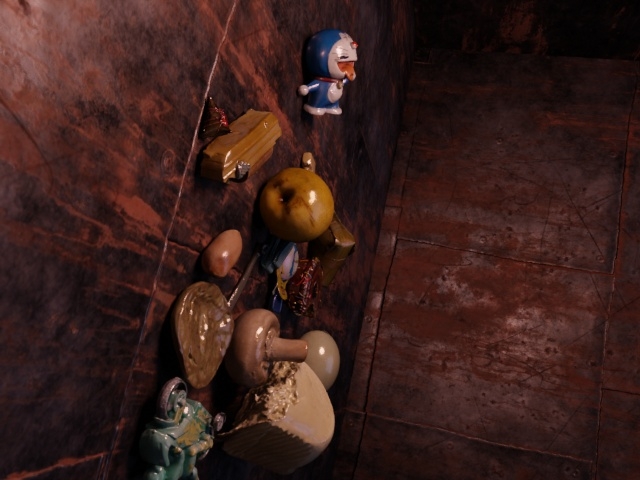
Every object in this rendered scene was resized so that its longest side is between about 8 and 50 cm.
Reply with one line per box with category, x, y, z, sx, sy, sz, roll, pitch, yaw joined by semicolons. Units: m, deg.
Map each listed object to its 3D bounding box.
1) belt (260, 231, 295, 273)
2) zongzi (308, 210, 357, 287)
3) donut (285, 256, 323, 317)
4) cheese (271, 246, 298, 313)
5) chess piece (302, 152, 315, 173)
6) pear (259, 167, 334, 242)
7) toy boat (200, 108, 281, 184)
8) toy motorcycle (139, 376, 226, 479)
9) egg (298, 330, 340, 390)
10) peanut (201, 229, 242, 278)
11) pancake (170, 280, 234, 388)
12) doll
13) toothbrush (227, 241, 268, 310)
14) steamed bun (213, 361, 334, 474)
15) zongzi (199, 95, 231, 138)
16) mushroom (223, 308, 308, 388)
belt;-0.127;0.006;1.568;0.179;0.100;0.065;-59;159;-19
zongzi;0.000;0.000;2.020;0.260;0.122;0.289;-59;-138;33
donut;-0.058;0.161;1.843;0.230;0.095;0.216;9;88;-75
cheese;-0.114;0.100;1.653;0.156;0.064;0.250;44;54;-70
chess piece;-0.043;-0.188;1.749;0.090;0.090;0.201;68;24;-63
pear;-0.059;-0.094;1.469;0.209;0.208;0.209;9;90;-75
toy boat;-0.170;-0.205;1.216;0.310;0.089;0.115;-62;159;-51
toy motorcycle;-0.292;0.423;1.115;0.297;0.109;0.198;76;29;-52
egg;-0.023;0.455;1.966;0.186;0.186;0.253;36;67;-73
peanut;-0.219;0.029;1.211;0.152;0.076;0.076;-69;161;-54
pancake;-0.263;0.206;1.170;0.242;0.050;0.242;-2;90;-72
doll;0.025;-0.511;1.642;0.215;0.161;0.257;-20;125;-44
toothbrush;-0.204;0.109;1.402;0.030;0.030;0.297;57;39;-30
steamed bun;-0.103;0.468;1.479;0.290;0.273;0.272;-39;-157;42
zongzi;-0.220;-0.258;1.105;0.083;0.067;0.074;-92;166;-49
mushroom;-0.138;0.284;1.392;0.207;0.215;0.208;5;90;-84
